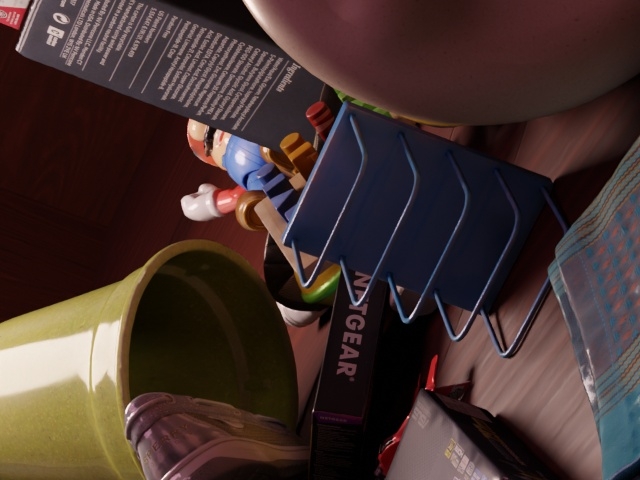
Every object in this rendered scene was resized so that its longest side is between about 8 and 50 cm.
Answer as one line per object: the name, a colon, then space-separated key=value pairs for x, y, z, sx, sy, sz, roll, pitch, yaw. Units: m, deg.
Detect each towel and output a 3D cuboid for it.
towel: x=0.236 y=-0.057 z=0.977 sx=0.271 sy=0.040 sz=0.370 roll=-91 pitch=25 yaw=-59

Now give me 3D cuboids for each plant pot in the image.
plant pot: x=-0.202 y=0.151 z=1.767 sx=0.254 sy=0.276 sz=0.276 roll=-9 pitch=52 yaw=33

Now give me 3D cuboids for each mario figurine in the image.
mario figurine: x=-0.109 y=-0.115 z=2.272 sx=0.198 sy=0.170 sz=0.320 roll=-35 pitch=21 yaw=-3

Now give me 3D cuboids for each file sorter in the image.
file sorter: x=0.077 y=-0.002 z=1.282 sx=0.104 sy=0.170 sz=0.118 roll=-105 pitch=37 yaw=-64

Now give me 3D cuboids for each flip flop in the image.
flip flop: x=0.023 y=-0.055 z=1.800 sx=0.080 sy=0.112 sz=0.277 roll=68 pitch=-146 yaw=-68

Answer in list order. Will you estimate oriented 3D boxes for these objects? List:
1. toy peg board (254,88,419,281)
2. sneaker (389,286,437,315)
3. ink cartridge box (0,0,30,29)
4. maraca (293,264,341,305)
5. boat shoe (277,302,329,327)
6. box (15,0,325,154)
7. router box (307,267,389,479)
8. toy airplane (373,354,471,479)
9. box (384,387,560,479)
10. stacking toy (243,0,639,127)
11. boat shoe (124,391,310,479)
toy peg board: x=0.010 y=-0.067 z=1.556 sx=0.160 sy=0.079 sz=0.161 roll=-36 pitch=26 yaw=0
sneaker: x=0.096 y=-0.005 z=1.462 sx=0.152 sy=0.058 sz=0.084 roll=118 pitch=159 yaw=-60
ink cartridge box: x=-0.376 y=-0.330 z=1.904 sx=0.128 sy=0.176 sz=0.127 roll=138 pitch=150 yaw=-67
maraca: x=0.045 y=-0.016 z=1.628 sx=0.186 sy=0.099 sz=0.127 roll=-50 pitch=15 yaw=6
boat shoe: x=0.000 y=0.000 z=1.881 sx=0.063 sy=0.066 sz=0.184 roll=-20 pitch=46 yaw=56
box: x=-0.093 y=-0.302 z=1.985 sx=0.212 sy=0.395 sz=0.293 roll=130 pitch=158 yaw=-59
router box: x=0.025 y=0.110 z=1.522 sx=0.133 sy=0.046 sz=0.179 roll=95 pitch=-175 yaw=-51
toy airplane: x=0.071 y=0.149 z=1.383 sx=0.151 sy=0.028 sz=0.151 roll=-158 pitch=90 yaw=-79
box: x=0.080 y=0.212 z=1.162 sx=0.233 sy=0.059 sz=0.183 roll=-132 pitch=62 yaw=-77
stacking toy: x=0.101 y=-0.205 z=1.362 sx=0.480 sy=0.350 sz=0.350 roll=87 pitch=-159 yaw=-78
boat shoe: x=-0.082 y=0.190 z=1.553 sx=0.118 sy=0.103 sz=0.320 roll=-41 pitch=-16 yaw=7
